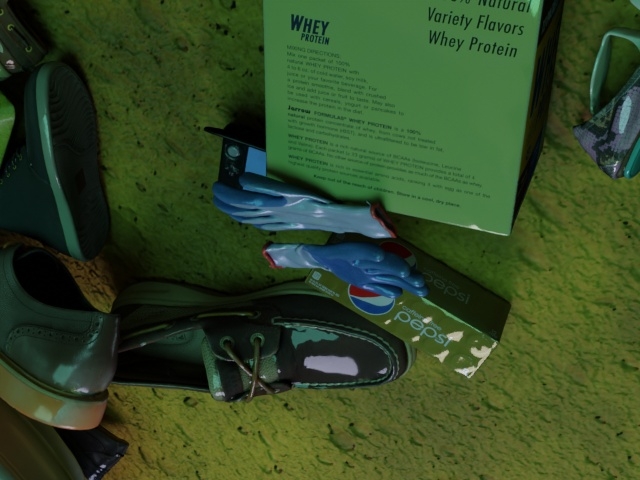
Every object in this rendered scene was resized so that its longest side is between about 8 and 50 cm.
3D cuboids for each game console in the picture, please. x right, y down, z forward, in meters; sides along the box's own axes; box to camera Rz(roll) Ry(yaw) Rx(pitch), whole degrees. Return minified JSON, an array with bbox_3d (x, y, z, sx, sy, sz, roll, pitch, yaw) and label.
[{"bbox_3d":[-0.043,-0.056,0.977,0.122,0.071,0.107,20,130,9],"label":"game console"}]

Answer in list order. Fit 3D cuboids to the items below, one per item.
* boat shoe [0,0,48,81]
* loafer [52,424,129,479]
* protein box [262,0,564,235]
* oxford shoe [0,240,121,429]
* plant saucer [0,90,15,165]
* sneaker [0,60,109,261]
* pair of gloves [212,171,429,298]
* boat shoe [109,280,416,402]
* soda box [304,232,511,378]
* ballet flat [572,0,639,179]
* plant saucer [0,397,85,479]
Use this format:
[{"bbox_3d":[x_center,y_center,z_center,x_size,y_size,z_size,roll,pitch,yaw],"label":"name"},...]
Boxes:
[{"bbox_3d":[-0.301,-0.230,0.970,0.060,0.064,0.178,-20,123,-1],"label":"boat shoe"},{"bbox_3d":[-0.301,0.207,1.304,0.061,0.062,0.170,-40,98,-1],"label":"loafer"},{"bbox_3d":[0.073,-0.139,0.822,0.200,0.136,0.201,12,129,15],"label":"protein box"},{"bbox_3d":[-0.328,0.053,1.127,0.364,0.130,0.132,29,101,32],"label":"oxford shoe"},{"bbox_3d":[-0.389,-0.115,1.056,0.188,0.045,0.188,45,133,15],"label":"plant saucer"},{"bbox_3d":[-0.284,-0.077,1.056,0.118,0.083,0.222,12,130,15],"label":"sneaker"},{"bbox_3d":[0.000,0.000,0.899,0.159,0.023,0.198,7,158,27],"label":"pair of gloves"},{"bbox_3d":[-0.078,0.117,1.086,0.342,0.123,0.123,5,126,20],"label":"boat shoe"},{"bbox_3d":[0.082,0.050,1.011,0.181,0.058,0.061,30,131,-1],"label":"soda box"},{"bbox_3d":[0.248,-0.143,0.795,0.079,0.077,0.221,40,133,17],"label":"ballet flat"},{"bbox_3d":[-0.383,0.246,1.277,0.400,0.100,0.400,36,151,23],"label":"plant saucer"}]
